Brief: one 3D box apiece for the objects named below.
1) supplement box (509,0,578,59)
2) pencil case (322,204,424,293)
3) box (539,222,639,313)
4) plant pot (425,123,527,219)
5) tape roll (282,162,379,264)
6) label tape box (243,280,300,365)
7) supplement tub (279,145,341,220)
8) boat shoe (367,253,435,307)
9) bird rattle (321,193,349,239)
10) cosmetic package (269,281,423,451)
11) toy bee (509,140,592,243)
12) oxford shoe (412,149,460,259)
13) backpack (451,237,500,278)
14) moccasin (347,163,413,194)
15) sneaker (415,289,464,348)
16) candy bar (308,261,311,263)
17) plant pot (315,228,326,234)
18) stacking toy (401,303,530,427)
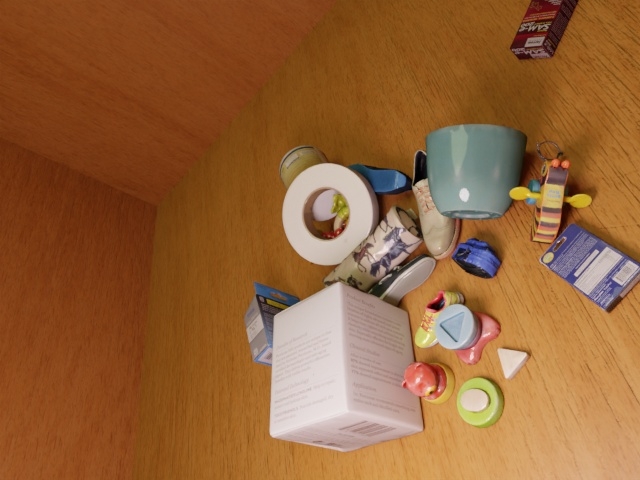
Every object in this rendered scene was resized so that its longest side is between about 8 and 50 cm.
[{"bbox_3d":[0.734,-0.719,1.719,0.130,0.073,0.239,21,86,54],"label":"supplement box"},{"bbox_3d":[0.186,0.062,1.840,0.410,0.160,0.183,-48,12,21],"label":"pencil case"},{"bbox_3d":[0.677,0.062,1.320,0.136,0.037,0.225,-54,37,13],"label":"box"},{"bbox_3d":[0.454,-0.188,1.569,0.293,0.293,0.235,-1,82,52],"label":"plant pot"},{"bbox_3d":[0.035,-0.098,2.003,0.392,0.072,0.391,1,93,28],"label":"tape roll"},{"bbox_3d":[-0.165,0.339,2.043,0.106,0.241,0.333,-50,36,22],"label":"label tape box"},{"bbox_3d":[-0.034,-0.247,2.261,0.228,0.228,0.316,-50,37,18],"label":"supplement tub"},{"bbox_3d":[0.253,0.138,1.748,0.302,0.114,0.091,-45,44,22],"label":"boat shoe"},{"bbox_3d":[0.103,-0.055,2.062,0.207,0.143,0.253,10,79,37],"label":"bird rattle"},{"bbox_3d":[0.072,0.400,1.623,0.327,0.330,0.393,-33,44,37],"label":"cosmetic package"},{"bbox_3d":[0.607,-0.148,1.409,0.195,0.162,0.298,-13,76,4],"label":"toy bee"},{"bbox_3d":[0.361,-0.124,1.747,0.141,0.147,0.396,-30,47,38],"label":"oxford shoe"},{"bbox_3d":[0.466,0.052,1.546,0.101,0.098,0.120,-60,34,-2],"label":"backpack"},{"bbox_3d":[0.215,-0.215,2.029,0.342,0.117,0.137,22,98,50],"label":"moccasin"},{"bbox_3d":[0.340,0.231,1.593,0.208,0.094,0.081,-59,37,8],"label":"sneaker"},{"bbox_3d":[-0.031,0.029,2.264,0.040,0.018,0.161,-25,49,42],"label":"candy bar"},{"bbox_3d":[0.000,0.000,2.194,0.083,0.081,0.081,1,68,39],"label":"plant pot"},{"bbox_3d":[0.382,0.339,1.439,0.279,0.130,0.308,32,95,55],"label":"stacking toy"}]
